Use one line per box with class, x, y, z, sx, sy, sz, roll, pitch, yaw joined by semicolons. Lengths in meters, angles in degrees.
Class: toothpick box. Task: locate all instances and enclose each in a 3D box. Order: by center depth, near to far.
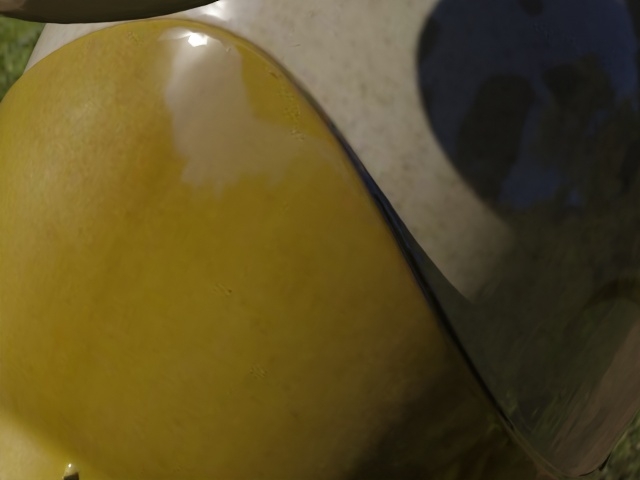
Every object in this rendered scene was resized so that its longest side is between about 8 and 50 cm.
toothpick box;0.000;0.000;0.987;0.409;0.409;0.425;28;97;11

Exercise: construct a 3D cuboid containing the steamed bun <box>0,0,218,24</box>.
steamed bun;-0.106;-0.212;0.536;0.309;0.309;0.309;4;55;-5
